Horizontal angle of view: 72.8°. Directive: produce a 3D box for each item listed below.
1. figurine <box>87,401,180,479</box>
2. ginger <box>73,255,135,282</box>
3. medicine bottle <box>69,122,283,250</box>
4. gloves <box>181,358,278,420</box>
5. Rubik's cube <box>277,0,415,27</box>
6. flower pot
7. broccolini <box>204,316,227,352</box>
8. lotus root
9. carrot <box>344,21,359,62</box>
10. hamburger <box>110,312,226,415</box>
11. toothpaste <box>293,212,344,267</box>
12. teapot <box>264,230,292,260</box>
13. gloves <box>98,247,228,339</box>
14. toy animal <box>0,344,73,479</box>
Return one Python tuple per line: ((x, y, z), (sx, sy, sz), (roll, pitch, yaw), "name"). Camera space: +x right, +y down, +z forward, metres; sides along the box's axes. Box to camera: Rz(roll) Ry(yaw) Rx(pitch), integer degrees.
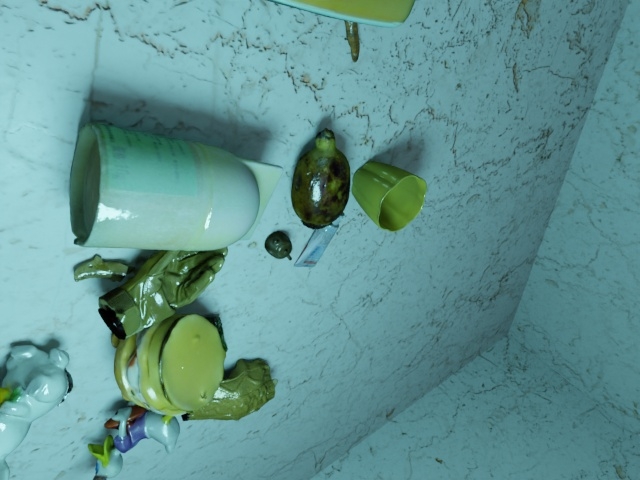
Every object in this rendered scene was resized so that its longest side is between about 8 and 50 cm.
((-0.532, 0.570, 1.272), (0.421, 0.193, 0.154), (-34, -178, -5), "figurine")
((-0.504, 0.072, 1.024), (0.137, 0.044, 0.057), (9, 133, -42), "ginger")
((-0.285, -0.094, 0.927), (0.407, 0.236, 0.235), (3, 119, -42), "medicine bottle")
((-0.296, 0.523, 1.473), (0.357, 0.155, 0.203), (-7, 129, -41), "gloves")
((-0.024, -0.566, 0.689), (0.348, 0.351, 0.351), (-9, 129, -36), "Rubik's cube")
((0.199, -0.150, 1.341), (0.195, 0.179, 0.195), (-21, 133, -25), "flower pot")
((-0.317, 0.304, 1.350), (0.091, 0.068, 0.202), (-53, 144, -24), "broccolini")
((0.003, -0.153, 1.199), (0.170, 0.141, 0.313), (-21, 132, -33), "lotus root")
((0.077, -0.512, 1.062), (0.036, 0.036, 0.165), (-32, 140, -17), "carrot")
((-0.415, 0.322, 1.148), (0.237, 0.276, 0.276), (-7, 144, 21), "hamburger")
((0.000, 0.000, 1.393), (0.090, 0.057, 0.234), (7, 123, -41), "toothpaste")
((-0.116, 0.024, 1.294), (0.076, 0.068, 0.121), (-41, 139, -7), "teapot")
((-0.372, 0.098, 1.061), (0.331, 0.154, 0.141), (-40, 175, -29), "gloves")
((-0.701, 0.399, 0.975), (0.154, 0.209, 0.324), (67, 30, -63), "toy animal")
